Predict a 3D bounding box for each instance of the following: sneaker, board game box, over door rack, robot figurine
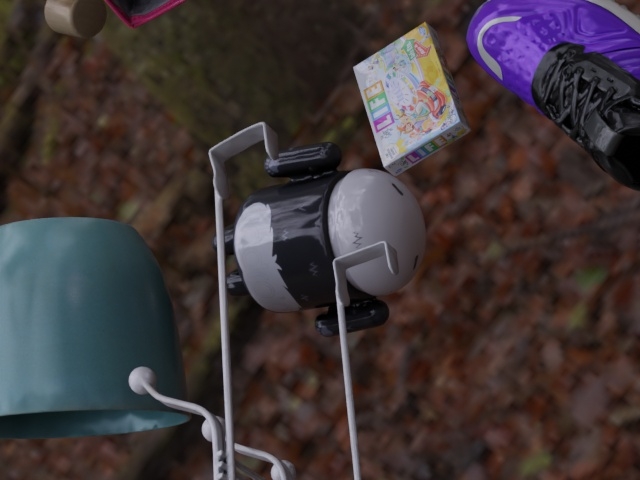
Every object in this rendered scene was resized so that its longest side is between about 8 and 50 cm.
[{"bbox_3d":[0.240,-0.114,1.451,0.146,0.293,0.102,-41,-25,-54],"label":"sneaker"},{"bbox_3d":[0.102,-0.160,2.001,0.103,0.026,0.154,-31,51,20],"label":"board game box"},{"bbox_3d":[-0.042,0.107,1.429,0.108,0.239,0.324,-8,61,28],"label":"over door rack"},{"bbox_3d":[0.002,0.001,2.285,0.278,0.209,0.173,-11,50,31],"label":"robot figurine"}]

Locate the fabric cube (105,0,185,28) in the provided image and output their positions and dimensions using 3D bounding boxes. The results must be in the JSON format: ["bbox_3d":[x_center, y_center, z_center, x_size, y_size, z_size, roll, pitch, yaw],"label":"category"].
[{"bbox_3d":[-0.134,-0.399,1.574,0.259,0.254,0.258,-27,35,18],"label":"fabric cube"}]

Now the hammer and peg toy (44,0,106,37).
[{"bbox_3d":[-0.350,-0.438,2.144,0.127,0.361,0.266,9,51,41],"label":"hammer and peg toy"}]

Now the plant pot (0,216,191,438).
[{"bbox_3d":[-0.303,0.103,2.099,0.293,0.293,0.235,-24,67,61],"label":"plant pot"}]
